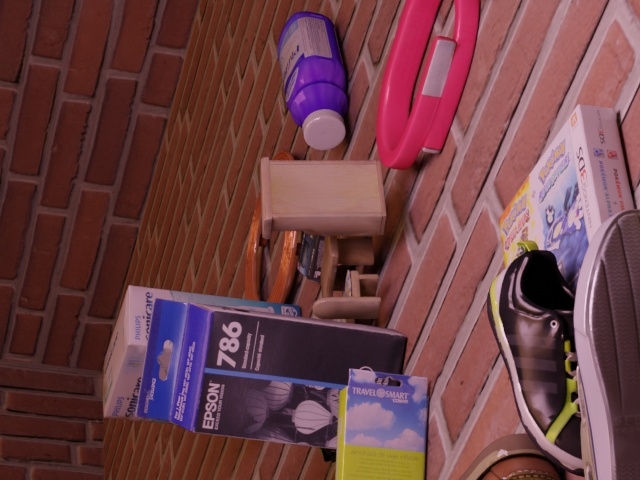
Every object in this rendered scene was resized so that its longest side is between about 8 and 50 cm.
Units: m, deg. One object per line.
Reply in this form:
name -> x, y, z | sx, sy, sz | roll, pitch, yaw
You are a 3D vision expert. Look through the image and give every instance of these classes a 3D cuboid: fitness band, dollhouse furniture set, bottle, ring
fitness band -> 0.139, -0.231, 1.992 | 0.209, 0.054, 0.290 | -102, 26, -58
dollhouse furniture set -> -0.005, 0.003, 2.088 | 0.242, 0.161, 0.212 | 97, 171, -52
bottle -> -0.010, -0.256, 2.450 | 0.283, 0.092, 0.118 | -100, 25, -48
ring -> -0.078, 0.008, 2.681 | 0.336, 0.032, 0.336 | -172, 90, -75

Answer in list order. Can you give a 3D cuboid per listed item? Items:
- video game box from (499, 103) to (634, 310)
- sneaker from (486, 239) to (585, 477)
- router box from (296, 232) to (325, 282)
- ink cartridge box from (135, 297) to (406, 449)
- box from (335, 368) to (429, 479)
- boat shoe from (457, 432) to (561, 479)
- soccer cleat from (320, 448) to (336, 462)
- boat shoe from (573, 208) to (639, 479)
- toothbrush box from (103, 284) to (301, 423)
video game box -> 0.243, -0.001, 1.495 | 0.205, 0.048, 0.187 | 118, 157, -51
sneaker -> 0.217, 0.104, 1.373 | 0.234, 0.084, 0.097 | 64, 149, 30
router box -> 0.000, 0.000, 2.384 | 0.092, 0.038, 0.122 | -144, 64, -72
ink cartridge box -> -0.063, 0.178, 1.966 | 0.065, 0.333, 0.165 | -156, 74, -77
box -> 0.074, 0.253, 1.851 | 0.042, 0.109, 0.178 | 135, 141, -68
boat shoe -> 0.152, 0.329, 1.528 | 0.104, 0.111, 0.307 | -97, 22, -47
soccer cleat -> 0.032, 0.269, 2.109 | 0.179, 0.060, 0.072 | 124, 141, -71
boat shoe -> 0.255, 0.126, 1.278 | 0.094, 0.109, 0.302 | 143, 131, -71
toothbrush box -> -0.197, 0.201, 2.509 | 0.216, 0.296, 0.126 | 116, 157, -46
